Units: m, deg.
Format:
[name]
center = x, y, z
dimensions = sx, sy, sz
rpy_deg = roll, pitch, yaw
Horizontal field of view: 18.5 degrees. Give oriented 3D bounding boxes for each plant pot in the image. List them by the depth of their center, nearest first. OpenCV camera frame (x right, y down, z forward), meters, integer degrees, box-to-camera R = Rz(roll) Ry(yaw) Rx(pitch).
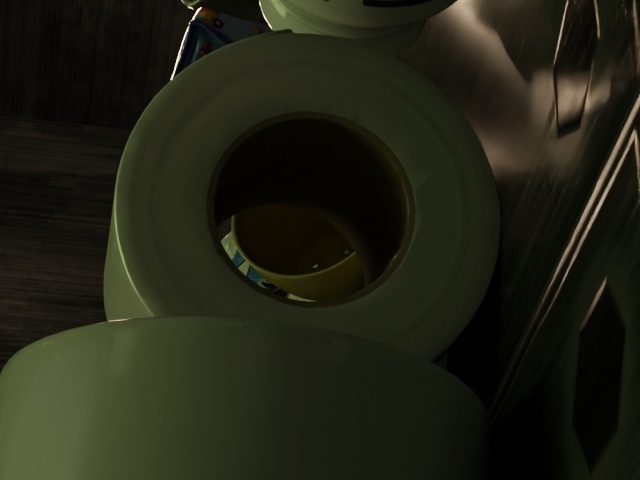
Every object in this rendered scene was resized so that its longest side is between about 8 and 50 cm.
[plant pot]
center = 0.000, 0.000, 1.710
dimensions = 0.095, 0.134, 0.134
rpy_deg = 64, -158, -53

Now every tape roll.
[tape roll]
center = -0.018, 0.007, 1.293
dimensions = 0.169, 0.246, 0.246
rpy_deg = 115, 160, -70

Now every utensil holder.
[utensil holder]
center = -0.063, 0.274, 1.117
dimensions = 0.327, 0.327, 0.385
rpy_deg = 111, 165, -65

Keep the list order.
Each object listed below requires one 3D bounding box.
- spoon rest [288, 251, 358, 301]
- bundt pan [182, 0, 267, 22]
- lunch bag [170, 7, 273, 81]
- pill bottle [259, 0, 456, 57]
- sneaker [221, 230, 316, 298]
[spoon rest]
center = -0.012, 0.115, 1.926
dimensions = 0.276, 0.084, 0.137
rpy_deg = 126, 150, -50
[bundt pan]
center = -0.027, -0.333, 1.675
dimensions = 0.331, 0.124, 0.331
rpy_deg = -17, 63, 37
[lunch bag]
center = -0.102, -0.135, 2.059
dimensions = 0.293, 0.138, 0.221
rpy_deg = -59, 4, 34
[pill bottle]
center = 0.041, -0.268, 1.298
dimensions = 0.323, 0.181, 0.181
rpy_deg = 105, 168, -52
[sneaker]
center = -0.031, 0.021, 2.005
dimensions = 0.330, 0.129, 0.147
rpy_deg = 108, 148, -57
